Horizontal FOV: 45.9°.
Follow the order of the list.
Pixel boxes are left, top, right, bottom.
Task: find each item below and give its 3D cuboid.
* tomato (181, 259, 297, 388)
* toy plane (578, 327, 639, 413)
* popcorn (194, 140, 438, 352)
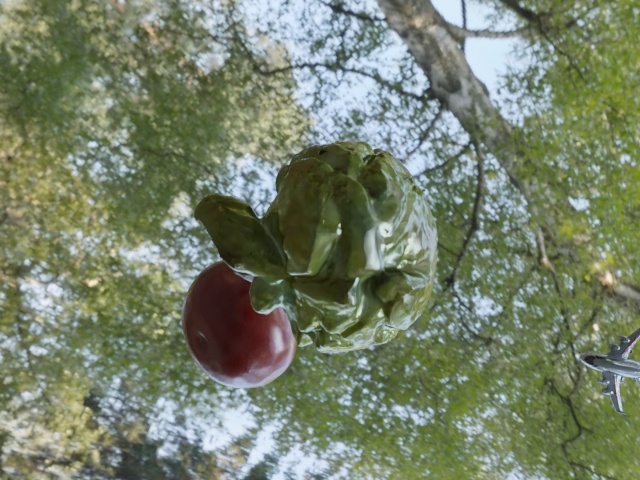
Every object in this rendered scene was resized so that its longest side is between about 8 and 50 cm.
[{"bbox_3d":[-0.125,0.125,1.117,0.195,0.195,0.136,19,-149,39],"label":"tomato"},{"bbox_3d":[0.530,0.223,1.346,0.065,0.171,0.162,-148,-107,-77],"label":"toy plane"},{"bbox_3d":[0.000,0.000,0.663,0.212,0.198,0.198,-4,-124,-3],"label":"popcorn"}]
